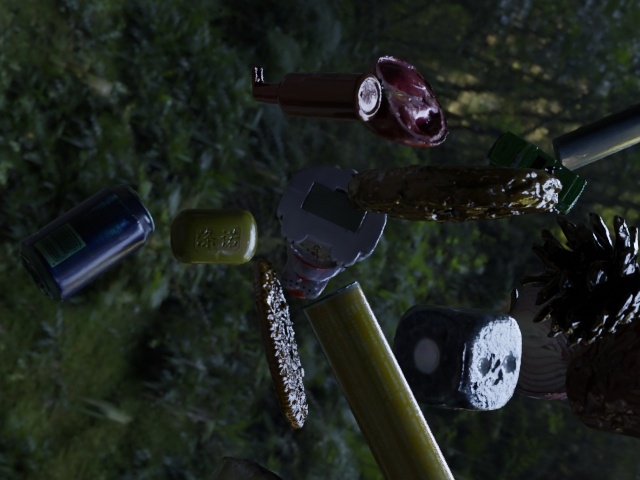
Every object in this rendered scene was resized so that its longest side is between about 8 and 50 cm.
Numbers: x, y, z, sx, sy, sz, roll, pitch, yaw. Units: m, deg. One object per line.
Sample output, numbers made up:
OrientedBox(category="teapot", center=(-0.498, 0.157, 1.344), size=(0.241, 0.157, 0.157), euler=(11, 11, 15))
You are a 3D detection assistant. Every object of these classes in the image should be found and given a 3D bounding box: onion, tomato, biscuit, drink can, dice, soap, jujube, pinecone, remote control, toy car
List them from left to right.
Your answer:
OrientedBox(category="drink can", center=(-0.372, 0.001, 1.783), size=(0.205, 0.118, 0.118), euler=(-35, -177, -22))
OrientedBox(category="soap", center=(-0.164, -0.006, 1.737), size=(0.045, 0.140, 0.089), euler=(-151, -117, -69))
OrientedBox(category="biscuit", center=(-0.066, 0.176, 1.935), size=(0.305, 0.038, 0.305), euler=(-13, 90, -88))
OrientedBox(category="tomato", center=(0.131, -0.223, 1.943), size=(0.099, 0.173, 0.189), euler=(-34, -121, 35))
OrientedBox(category="biscuit", center=(0.178, -0.060, 1.509), size=(0.296, 0.296, 0.075), euler=(174, -84, -74))
OrientedBox(category="dice", center=(0.251, 0.213, 2.053), size=(0.182, 0.183, 0.181), euler=(8, -87, 45))
OrientedBox(category="toy car", center=(0.351, -0.112, 1.811), size=(0.071, 0.165, 0.062), euler=(-55, -179, -9))
OrientedBox(category="onion", center=(0.554, 0.243, 2.477), size=(0.349, 0.159, 0.267), euler=(35, -65, 62))
OrientedBox(category="pinecone", center=(0.401, 0.052, 1.636), size=(0.229, 0.201, 0.202), euler=(-36, 140, -40))
OrientedBox(category="remote control", center=(0.604, -0.225, 2.020), size=(0.378, 0.107, 0.044), euler=(-23, -125, 7))
OrientedBox(category="jujube", center=(0.413, 0.160, 1.329), size=(0.255, 0.190, 0.190), euler=(-14, -128, 48))

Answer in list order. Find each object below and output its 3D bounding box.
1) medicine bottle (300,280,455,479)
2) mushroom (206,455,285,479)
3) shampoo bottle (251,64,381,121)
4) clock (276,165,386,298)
OrientedBox(category="medicine bottle", center=(0.105, 0.266, 1.586), size=(0.108, 0.426, 0.108), euler=(-26, 180, 0))
OrientedBox(category="mushroom", center=(-0.105, 0.458, 1.774), size=(0.267, 0.189, 0.164), euler=(24, -110, 40))
OrientedBox(category="shampoo bottle", center=(-0.016, -0.248, 1.886), size=(0.244, 0.085, 0.085), euler=(10, -105, 35))
OrientedBox(category="clock", center=(-0.001, 0.001, 1.981), size=(0.254, 0.189, 0.189), euler=(115, -9, -61))
